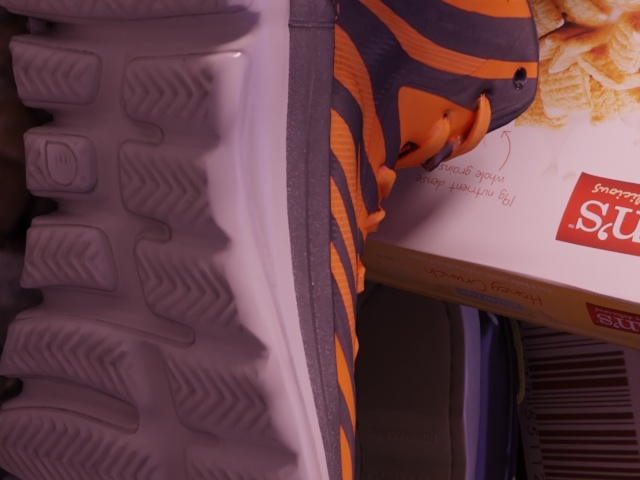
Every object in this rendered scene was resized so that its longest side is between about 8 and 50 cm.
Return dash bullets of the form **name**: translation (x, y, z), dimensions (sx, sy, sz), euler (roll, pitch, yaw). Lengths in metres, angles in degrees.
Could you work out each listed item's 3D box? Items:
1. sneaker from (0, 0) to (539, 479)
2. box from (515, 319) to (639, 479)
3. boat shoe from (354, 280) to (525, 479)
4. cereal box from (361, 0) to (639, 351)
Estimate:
- **sneaker**: translation (0.000, 0.000, 0.422), dimensions (0.180, 0.124, 0.321), euler (-18, 116, -52)
- **box**: translation (0.274, 0.052, 0.667), dimensions (0.381, 0.143, 0.191), euler (-5, 86, -26)
- **boat shoe**: translation (0.046, 0.123, 0.576), dimensions (0.069, 0.081, 0.227), euler (3, 95, -55)
- **cereal box**: translation (0.111, -0.080, 0.518), dimensions (0.240, 0.173, 0.047), euler (-64, 146, -21)
